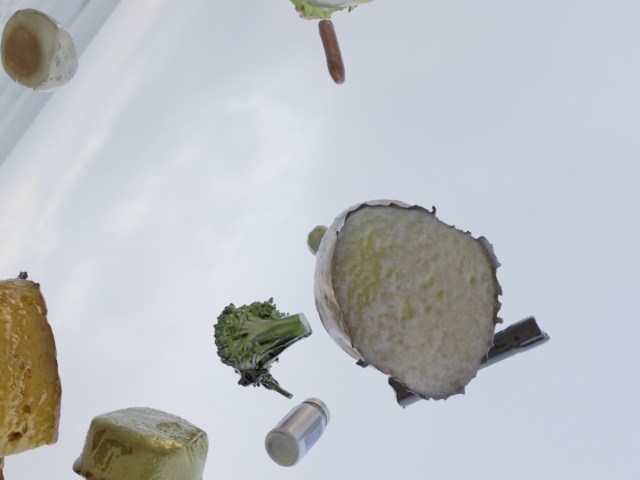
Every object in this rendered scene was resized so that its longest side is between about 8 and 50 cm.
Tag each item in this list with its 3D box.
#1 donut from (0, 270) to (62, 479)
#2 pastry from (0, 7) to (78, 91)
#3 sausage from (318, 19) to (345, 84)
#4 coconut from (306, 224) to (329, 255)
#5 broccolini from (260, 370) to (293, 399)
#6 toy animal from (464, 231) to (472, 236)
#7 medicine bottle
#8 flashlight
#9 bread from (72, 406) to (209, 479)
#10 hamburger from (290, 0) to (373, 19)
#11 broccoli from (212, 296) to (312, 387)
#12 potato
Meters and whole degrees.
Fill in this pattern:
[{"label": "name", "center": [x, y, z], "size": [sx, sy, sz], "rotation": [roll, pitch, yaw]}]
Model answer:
[{"label": "donut", "center": [-0.609, 0.254, 1.024], "size": [0.435, 0.164, 0.377], "rotation": [-49, -128, 28]}, {"label": "pastry", "center": [-0.539, -0.362, 1.160], "size": [0.156, 0.156, 0.092], "rotation": [-38, -177, 29]}, {"label": "sausage", "center": [0.025, -0.439, 1.388], "size": [0.043, 0.043, 0.186], "rotation": [-33, -123, 36]}, {"label": "coconut", "center": [0.000, 0.000, 1.637], "size": [0.083, 0.082, 0.081], "rotation": [-38, -140, 3]}, {"label": "broccolini", "center": [-0.169, 0.446, 1.892], "size": [0.068, 0.091, 0.203], "rotation": [-52, -131, 0]}, {"label": "toy animal", "center": [0.429, 0.107, 1.896], "size": [0.185, 0.298, 0.122], "rotation": [-33, -137, -23]}, {"label": "medicine bottle", "center": [-0.052, 0.473, 1.506], "size": [0.103, 0.102, 0.187], "rotation": [-39, 174, 28]}, {"label": "flashlight", "center": [0.378, 0.312, 1.559], "size": [0.424, 0.103, 0.103], "rotation": [-26, -147, 10]}, {"label": "bread", "center": [-0.368, 0.449, 1.262], "size": [0.270, 0.270, 0.147], "rotation": [10, -93, 61]}, {"label": "hamburger", "center": [0.027, -0.547, 1.054], "size": [0.179, 0.276, 0.294], "rotation": [31, -104, 41]}, {"label": "broccoli", "center": [-0.136, 0.262, 1.585], "size": [0.244, 0.263, 0.246], "rotation": [-22, -129, 19]}, {"label": "potato", "center": [0.099, 0.083, 0.942], "size": [0.237, 0.301, 0.288], "rotation": [-21, -133, 65]}]
